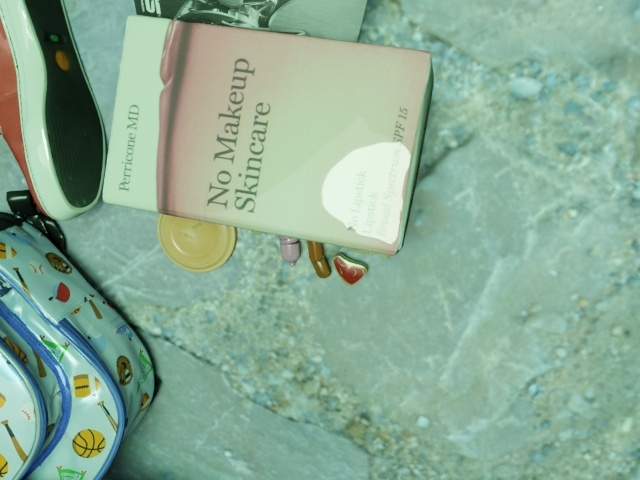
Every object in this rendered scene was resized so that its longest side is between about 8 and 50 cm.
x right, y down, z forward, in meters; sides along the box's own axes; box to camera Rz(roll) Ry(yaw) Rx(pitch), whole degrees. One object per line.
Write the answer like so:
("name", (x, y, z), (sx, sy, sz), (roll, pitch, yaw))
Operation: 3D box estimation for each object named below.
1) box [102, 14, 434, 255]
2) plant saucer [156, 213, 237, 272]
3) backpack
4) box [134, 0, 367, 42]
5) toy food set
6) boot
("box", (-0.035, -0.082, 0.510), (0.232, 0.127, 0.149), (10, 94, 9))
("plant saucer", (-0.124, -0.008, 0.621), (0.083, 0.013, 0.084), (3, 105, 11))
("backpack", (-0.305, 0.138, 0.608), (0.263, 0.213, 0.276), (41, 106, -12))
("box", (-0.044, -0.235, 0.427), (0.182, 0.231, 0.056), (10, 63, -4))
("toy food set", (0.000, 0.000, 0.593), (0.122, 0.019, 0.078), (33, 109, 2))
("boot", (-0.313, -0.127, 0.595), (0.176, 0.088, 0.245), (-13, 94, 16))
